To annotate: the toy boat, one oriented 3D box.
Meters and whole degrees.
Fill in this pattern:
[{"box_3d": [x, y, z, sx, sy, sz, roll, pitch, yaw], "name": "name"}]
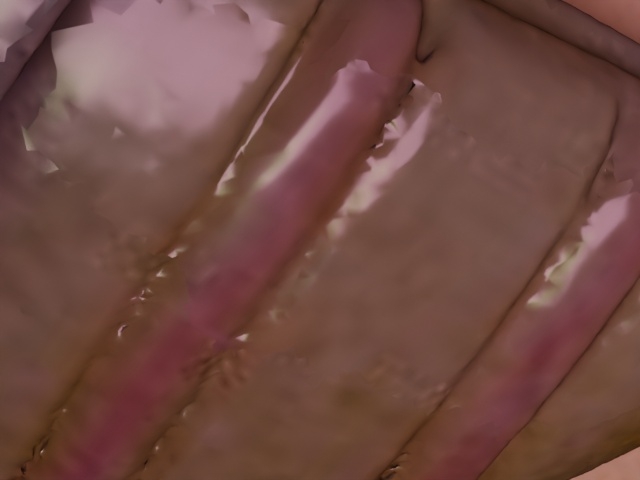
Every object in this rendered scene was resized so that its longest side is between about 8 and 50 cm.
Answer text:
[{"box_3d": [-0.032, -0.006, 0.470, 0.276, 0.111, 0.293, -36, 115, 16], "name": "toy boat"}]
